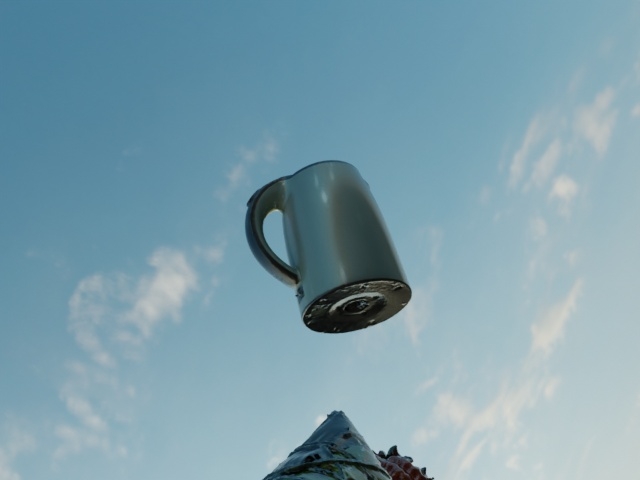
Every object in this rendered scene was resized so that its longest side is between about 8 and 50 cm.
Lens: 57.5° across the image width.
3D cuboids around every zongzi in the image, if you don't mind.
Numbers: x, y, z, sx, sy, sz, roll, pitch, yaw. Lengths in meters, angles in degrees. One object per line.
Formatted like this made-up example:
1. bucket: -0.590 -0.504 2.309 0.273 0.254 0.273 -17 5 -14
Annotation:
1. zongzi: 0.043 0.434 0.762 0.384 0.362 0.319 -19 -38 -54

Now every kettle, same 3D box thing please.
1. kettle: 0.000 0.000 0.868 0.222 0.236 0.161 -2 -33 -20

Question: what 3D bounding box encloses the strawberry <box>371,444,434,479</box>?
1. strawberry: 0.043 0.549 1.101 0.351 0.312 0.267 -23 -82 -35
